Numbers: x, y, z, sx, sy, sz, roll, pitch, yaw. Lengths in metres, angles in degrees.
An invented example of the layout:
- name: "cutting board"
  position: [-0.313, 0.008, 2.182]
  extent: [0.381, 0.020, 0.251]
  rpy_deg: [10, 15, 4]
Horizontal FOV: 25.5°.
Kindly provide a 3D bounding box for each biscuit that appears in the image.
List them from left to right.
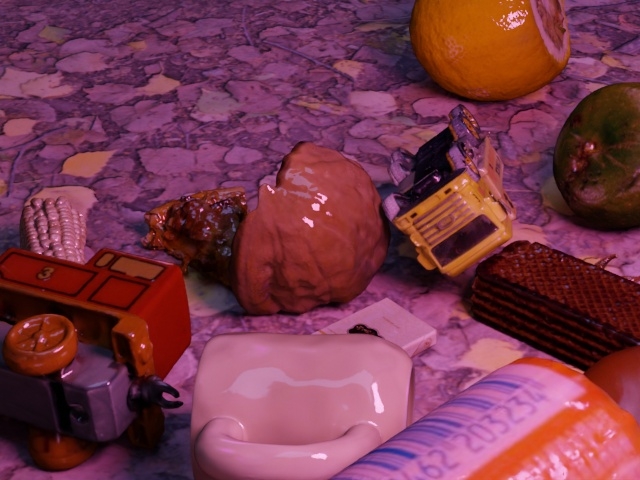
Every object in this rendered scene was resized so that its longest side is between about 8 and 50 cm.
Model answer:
- name: "biscuit"
  position: [0.346, 0.105, 1.586]
  extent: [0.388, 0.073, 0.107]
  rpy_deg: [26, 40, 35]

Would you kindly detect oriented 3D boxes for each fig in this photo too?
- name: "fig"
  position: [0.432, -0.094, 1.855]
  extent: [0.235, 0.203, 0.203]
  rpy_deg: [26, 12, -41]

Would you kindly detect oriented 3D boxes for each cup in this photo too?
- name: "cup"
  position: [-0.017, 0.164, 1.352]
  extent: [0.202, 0.255, 0.173]
  rpy_deg: [2, 73, 8]

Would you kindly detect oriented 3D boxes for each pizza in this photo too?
- name: "pizza"
  position: [-0.137, -0.008, 1.782]
  extent: [0.154, 0.069, 0.194]
  rpy_deg: [-13, 33, -20]

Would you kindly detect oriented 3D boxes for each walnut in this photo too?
- name: "walnut"
  position: [0.004, -0.011, 1.672]
  extent: [0.141, 0.204, 0.238]
  rpy_deg: [28, 41, 20]

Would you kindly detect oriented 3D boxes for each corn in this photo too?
- name: "corn"
  position: [-0.324, 0.027, 1.733]
  extent: [0.087, 0.087, 0.211]
  rpy_deg: [-7, 39, -8]

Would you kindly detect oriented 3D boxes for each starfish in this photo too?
- name: "starfish"
  position: [0.346, 0.047, 1.719]
  extent: [0.091, 0.028, 0.078]
  rpy_deg: [-2, 38, -7]

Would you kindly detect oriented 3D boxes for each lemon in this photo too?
- name: "lemon"
  position: [0.245, -0.322, 2.125]
  extent: [0.219, 0.240, 0.240]
  rpy_deg: [-15, 26, 25]

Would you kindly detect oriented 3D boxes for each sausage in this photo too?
- name: "sausage"
  position: [0.126, 0.257, 1.203]
  extent: [0.287, 0.233, 0.233]
  rpy_deg: [-29, 42, -35]

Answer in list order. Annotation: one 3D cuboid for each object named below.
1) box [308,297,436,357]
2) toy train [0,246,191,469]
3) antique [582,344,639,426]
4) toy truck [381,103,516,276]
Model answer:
- name: "box"
  position: [0.042, 0.121, 1.614]
  extent: [0.167, 0.024, 0.090]
  rpy_deg: [-24, 39, -31]
- name: "toy train"
  position: [-0.291, 0.105, 1.520]
  extent: [0.369, 0.163, 0.232]
  rpy_deg: [12, 36, 22]
- name: "antique"
  position: [0.348, 0.210, 1.327]
  extent: [0.278, 0.129, 0.224]
  rpy_deg: [9, 56, 23]
- name: "toy truck"
  position: [0.171, -0.053, 1.745]
  extent: [0.124, 0.157, 0.272]
  rpy_deg: [-37, 13, 17]
